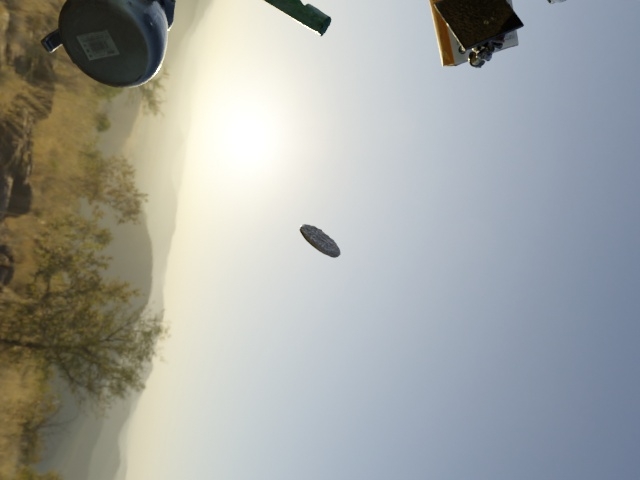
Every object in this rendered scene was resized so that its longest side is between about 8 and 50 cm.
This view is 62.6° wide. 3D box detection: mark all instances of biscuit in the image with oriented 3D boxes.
[{"bbox_3d":[0.000,0.000,1.235,0.015,0.120,0.120,-53,-155,19],"label":"biscuit"}]

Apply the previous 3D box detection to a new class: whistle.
[{"bbox_3d":[-0.067,-0.415,0.904,0.039,0.186,0.039,-56,174,-9],"label":"whistle"}]

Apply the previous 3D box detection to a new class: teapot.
[{"bbox_3d":[-0.479,-0.502,1.253,0.305,0.223,0.285,-30,-145,32],"label":"teapot"}]

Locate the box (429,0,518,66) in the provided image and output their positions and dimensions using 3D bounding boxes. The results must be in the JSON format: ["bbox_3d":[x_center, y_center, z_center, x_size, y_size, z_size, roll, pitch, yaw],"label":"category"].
[{"bbox_3d":[0.431,-0.657,1.500,0.091,0.220,0.274,-128,-158,-72],"label":"box"}]

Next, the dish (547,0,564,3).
[{"bbox_3d":[0.471,-0.603,1.063,0.246,0.078,0.224,92,-6,-50],"label":"dish"}]

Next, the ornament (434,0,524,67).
[{"bbox_3d":[0.383,-0.491,1.311,0.196,0.153,0.167,70,-3,-69],"label":"ornament"}]
